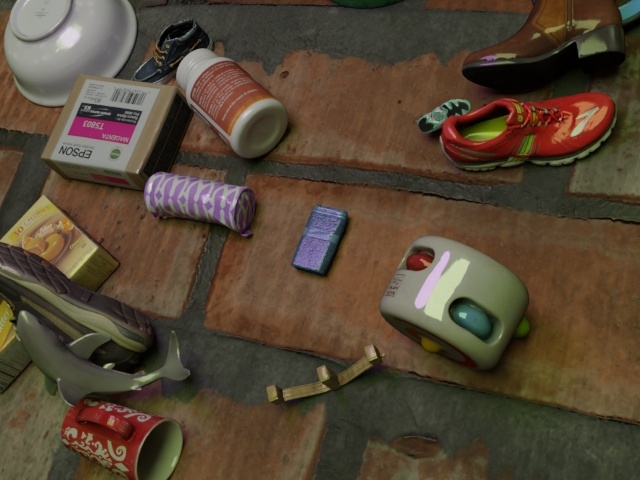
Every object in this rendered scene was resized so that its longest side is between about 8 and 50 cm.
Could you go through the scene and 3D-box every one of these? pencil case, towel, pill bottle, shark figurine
[{"bbox_3d":[-0.215,-0.066,1.579,0.206,0.086,0.088,11,105,26],"label":"pencil case"},{"bbox_3d":[0.000,0.000,1.499,0.067,0.029,0.120,15,72,25],"label":"towel"},{"bbox_3d":[-0.166,-0.255,1.623,0.121,0.121,0.216,-43,60,-3],"label":"pill bottle"},{"bbox_3d":[-0.352,0.221,1.416,0.278,0.166,0.116,12,25,-7],"label":"shark figurine"}]

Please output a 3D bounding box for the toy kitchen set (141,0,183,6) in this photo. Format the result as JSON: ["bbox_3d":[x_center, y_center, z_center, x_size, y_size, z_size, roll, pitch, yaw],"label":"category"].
[{"bbox_3d":[-0.288,-0.576,1.789,0.207,0.166,0.122,-1,66,19],"label":"toy kitchen set"}]

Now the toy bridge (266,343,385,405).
[{"bbox_3d":[0.014,0.211,1.377,0.188,0.063,0.026,-23,61,10],"label":"toy bridge"}]

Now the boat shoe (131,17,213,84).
[{"bbox_3d":[-0.304,-0.365,1.746,0.183,0.083,0.065,-31,60,4],"label":"boat shoe"}]

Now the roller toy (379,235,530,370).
[{"bbox_3d":[0.186,0.095,1.293,0.209,0.191,0.146,25,78,27],"label":"roller toy"}]

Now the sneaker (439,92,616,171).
[{"bbox_3d":[0.325,-0.179,1.410,0.278,0.118,0.107,-13,63,14],"label":"sneaker"}]

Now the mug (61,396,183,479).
[{"bbox_3d":[-0.321,0.299,1.421,0.169,0.150,0.113,13,33,29],"label":"mug"}]

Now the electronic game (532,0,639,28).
[{"bbox_3d":[0.471,-0.447,1.521,0.229,0.048,0.229,-8,64,17],"label":"electronic game"}]

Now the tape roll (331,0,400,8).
[{"bbox_3d":[0.108,-0.596,1.706,0.321,0.077,0.321,-8,65,17],"label":"tape roll"}]

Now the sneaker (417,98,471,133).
[{"bbox_3d":[0.215,-0.214,1.501,0.098,0.069,0.038,-19,95,32],"label":"sneaker"}]

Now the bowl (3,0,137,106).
[{"bbox_3d":[-0.537,-0.433,1.835,0.297,0.134,0.298,-8,65,16],"label":"bowl"}]

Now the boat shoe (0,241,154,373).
[{"bbox_3d":[-0.455,0.121,1.481,0.355,0.132,0.130,30,96,-5],"label":"boat shoe"}]

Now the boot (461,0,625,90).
[{"bbox_3d":[0.353,-0.401,1.478,0.264,0.096,0.281,-12,68,21],"label":"boot"}]

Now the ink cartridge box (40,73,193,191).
[{"bbox_3d":[-0.384,-0.205,1.700,0.234,0.088,0.193,10,69,23],"label":"ink cartridge box"}]

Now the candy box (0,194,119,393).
[{"bbox_3d":[-0.539,0.095,1.619,0.183,0.087,0.316,38,84,29],"label":"candy box"}]
